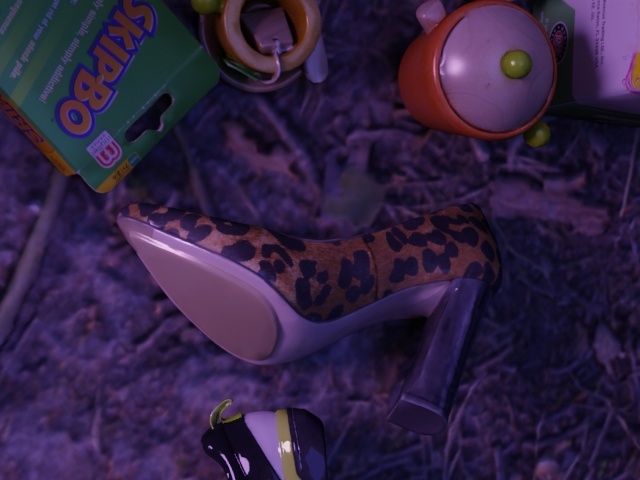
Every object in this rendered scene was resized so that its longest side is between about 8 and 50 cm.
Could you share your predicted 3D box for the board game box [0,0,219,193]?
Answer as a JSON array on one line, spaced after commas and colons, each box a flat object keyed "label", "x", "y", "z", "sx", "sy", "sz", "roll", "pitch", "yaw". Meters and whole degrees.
[{"label": "board game box", "x": -0.188, "y": -0.160, "z": 0.956, "sx": 0.259, "sy": 0.039, "sz": 0.124, "roll": 47, "pitch": 70, "yaw": -14}]

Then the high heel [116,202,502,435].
[{"label": "high heel", "x": 0.000, "y": 0.000, "z": 1.037, "sx": 0.261, "sy": 0.093, "sz": 0.186, "roll": 30, "pitch": 52, "yaw": -10}]

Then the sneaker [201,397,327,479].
[{"label": "sneaker", "x": -0.042, "y": 0.221, "z": 1.003, "sx": 0.097, "sy": 0.084, "sz": 0.235, "roll": -2, "pitch": 87, "yaw": -3}]

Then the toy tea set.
[{"label": "toy tea set", "x": 0.033, "y": -0.182, "z": 1.006, "sx": 0.336, "sy": 0.124, "sz": 0.200, "roll": 10, "pitch": 87, "yaw": -21}]

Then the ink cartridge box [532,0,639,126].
[{"label": "ink cartridge box", "x": 0.271, "y": -0.196, "z": 1.052, "sx": 0.117, "sy": 0.278, "sz": 0.201, "roll": 6, "pitch": 85, "yaw": -26}]
